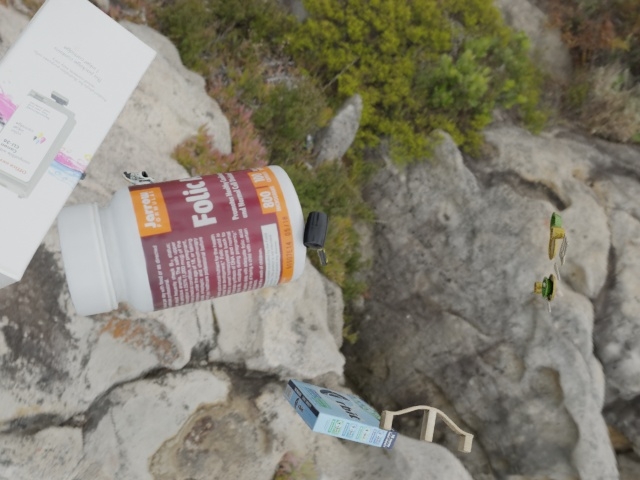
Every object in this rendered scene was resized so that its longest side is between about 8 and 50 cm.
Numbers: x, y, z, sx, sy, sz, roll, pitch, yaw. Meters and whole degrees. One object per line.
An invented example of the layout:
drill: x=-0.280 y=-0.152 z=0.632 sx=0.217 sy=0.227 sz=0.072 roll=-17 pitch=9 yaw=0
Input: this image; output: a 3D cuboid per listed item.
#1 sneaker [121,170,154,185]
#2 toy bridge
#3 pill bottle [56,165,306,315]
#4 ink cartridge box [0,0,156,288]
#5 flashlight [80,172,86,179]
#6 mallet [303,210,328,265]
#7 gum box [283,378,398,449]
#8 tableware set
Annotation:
sneaker: x=-0.374 y=-0.129 z=1.262 sx=0.083 sy=0.037 sz=0.032 roll=28 pitch=0 yaw=25
toy bridge: x=0.205 y=0.349 z=1.161 sx=0.188 sy=0.026 sz=0.063 roll=18 pitch=68 yaw=-11
pill bottle: x=-0.242 y=0.001 z=1.087 sx=0.392 sy=0.224 sz=0.224 roll=-11 pitch=67 yaw=-18
ink cartridge box: x=-0.185 y=-0.037 z=0.356 sx=0.067 sy=0.115 sz=0.198 roll=35 pitch=63 yaw=-26
flashlight: x=-0.602 y=-0.210 z=1.273 sx=0.103 sy=0.304 sz=0.103 roll=-22 pitch=63 yaw=6
mallet: x=0.000 y=0.000 z=1.112 sx=0.039 sy=0.189 sz=0.062 roll=7 pitch=77 yaw=8
gum box: x=0.037 y=0.343 z=1.212 sx=0.184 sy=0.157 sz=0.041 roll=21 pitch=92 yaw=-26
tableware set: x=0.382 y=0.035 z=1.027 sx=0.024 sy=0.154 sz=0.104 roll=5 pitch=36 yaw=9
